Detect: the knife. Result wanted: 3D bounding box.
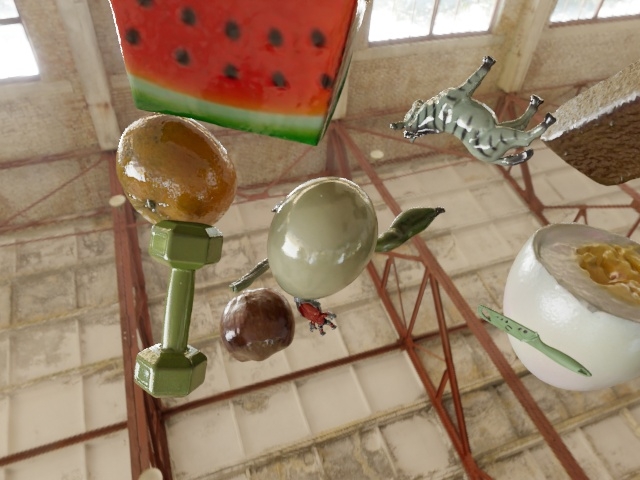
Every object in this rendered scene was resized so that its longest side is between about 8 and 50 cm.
[{"bbox_3d":[0.342,0.160,0.780,0.207,0.030,0.014,30,-146,5],"label":"knife"}]

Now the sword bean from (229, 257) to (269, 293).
[{"bbox_3d":[-0.186,0.084,1.508,0.043,0.038,0.269,37,-139,8],"label":"sword bean"}]

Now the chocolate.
[{"bbox_3d":[-0.119,-0.313,0.695,0.360,0.341,0.161,10,-118,-5],"label":"chocolate"}]

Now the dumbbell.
[{"bbox_3d":[-0.245,0.118,0.845,0.121,0.302,0.108,15,-171,41],"label":"dumbbell"}]

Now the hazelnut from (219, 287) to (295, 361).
[{"bbox_3d":[-0.127,0.165,0.962,0.154,0.143,0.143,-20,-140,20],"label":"hazelnut"}]

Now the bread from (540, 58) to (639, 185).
[{"bbox_3d":[0.517,-0.194,0.702,0.165,0.416,0.113,37,-103,-6],"label":"bread"}]

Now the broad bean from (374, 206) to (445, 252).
[{"bbox_3d":[0.179,-0.027,1.058,0.213,0.048,0.070,-22,-118,-16],"label":"broad bean"}]

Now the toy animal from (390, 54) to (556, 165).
[{"bbox_3d":[0.222,-0.179,0.734,0.073,0.176,0.217,-4,-131,-50],"label":"toy animal"}]

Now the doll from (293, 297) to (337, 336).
[{"bbox_3d":[-0.015,0.135,0.939,0.114,0.057,0.039,49,-131,-16],"label":"doll"}]

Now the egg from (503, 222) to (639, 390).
[{"bbox_3d":[0.590,0.184,1.130,0.354,0.340,0.354,7,-143,-5],"label":"egg"}]

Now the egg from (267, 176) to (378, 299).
[{"bbox_3d":[0.000,0.000,0.862,0.186,0.242,0.186,19,-143,-15],"label":"egg"}]

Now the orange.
[{"bbox_3d":[-0.278,-0.122,0.930,0.240,0.240,0.171,21,-132,17],"label":"orange"}]

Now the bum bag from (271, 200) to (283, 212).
[{"bbox_3d":[-0.086,-0.099,1.372,0.124,0.034,0.058,-18,-173,-41],"label":"bum bag"}]
